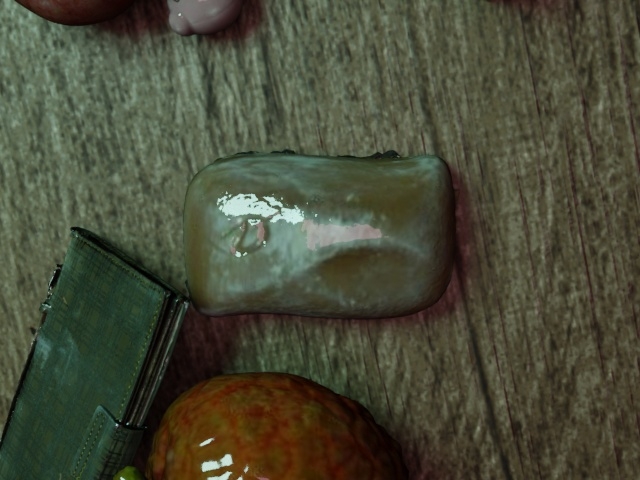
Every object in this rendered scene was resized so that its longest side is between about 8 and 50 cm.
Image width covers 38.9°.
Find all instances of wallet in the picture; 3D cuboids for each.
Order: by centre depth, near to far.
[{"bbox_3d":[-0.225,0.161,0.827,0.169,0.044,0.317,27,99,40],"label":"wallet"}]

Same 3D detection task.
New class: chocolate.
[{"bbox_3d":[-0.001,0.000,0.810,0.261,0.083,0.161,-3,100,3],"label":"chocolate"}]

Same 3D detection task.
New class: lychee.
[{"bbox_3d":[-0.064,0.236,0.772,0.300,0.255,0.255,10,99,-15],"label":"lychee"}]

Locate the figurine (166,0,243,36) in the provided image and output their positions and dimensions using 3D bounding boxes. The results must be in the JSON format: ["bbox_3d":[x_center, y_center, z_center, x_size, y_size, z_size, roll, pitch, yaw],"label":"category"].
[{"bbox_3d":[-0.099,-0.216,0.790,0.083,0.071,0.067,-36,137,15],"label":"figurine"}]

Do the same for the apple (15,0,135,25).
[{"bbox_3d":[-0.207,-0.257,0.763,0.153,0.120,0.153,1,94,10],"label":"apple"}]
